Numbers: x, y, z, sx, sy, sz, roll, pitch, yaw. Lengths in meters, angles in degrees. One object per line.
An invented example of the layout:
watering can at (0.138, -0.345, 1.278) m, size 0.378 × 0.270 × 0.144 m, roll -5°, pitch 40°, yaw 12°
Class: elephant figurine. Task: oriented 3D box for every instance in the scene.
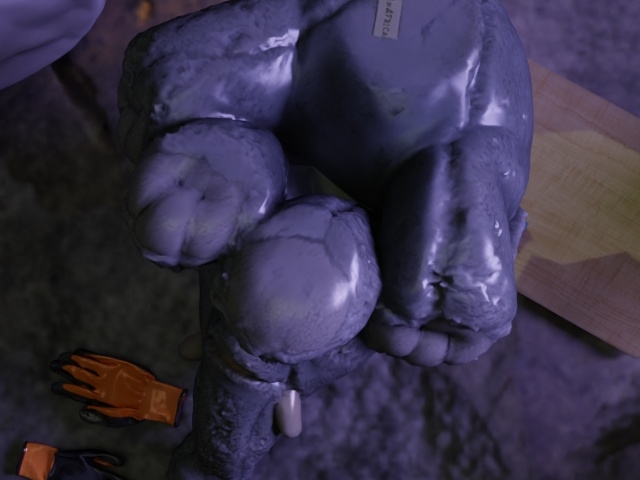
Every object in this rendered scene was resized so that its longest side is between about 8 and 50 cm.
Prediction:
elephant figurine at (0.000, 0.000, 0.466) m, size 0.186 × 0.239 × 0.169 m, roll -13°, pitch 70°, yaw -5°

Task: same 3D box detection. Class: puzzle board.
puzzle board at (0.114, -0.019, 0.510) m, size 0.128 × 0.011 × 0.096 m, roll 30°, pitch 98°, yaw 8°

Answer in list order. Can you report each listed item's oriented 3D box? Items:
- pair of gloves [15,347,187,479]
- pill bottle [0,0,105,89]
pair of gloves at (-0.111, 0.098, 0.552) m, size 0.074 × 0.010 × 0.083 m, roll 20°, pitch 96°, yaw 9°
pill bottle at (-0.226, -0.211, 0.483) m, size 0.169 × 0.169 × 0.301 m, roll -25°, pitch 88°, yaw 10°
